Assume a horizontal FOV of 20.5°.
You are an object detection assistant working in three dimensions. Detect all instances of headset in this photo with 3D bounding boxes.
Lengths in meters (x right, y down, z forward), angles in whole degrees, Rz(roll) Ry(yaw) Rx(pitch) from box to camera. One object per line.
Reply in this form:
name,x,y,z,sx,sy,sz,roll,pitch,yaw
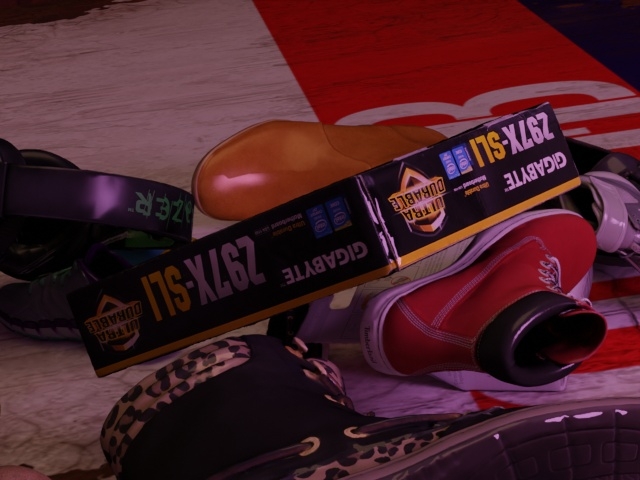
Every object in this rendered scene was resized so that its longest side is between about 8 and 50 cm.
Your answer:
headset,-0.313,-0.006,1.692,0.394,0.185,0.243,4,-6,24

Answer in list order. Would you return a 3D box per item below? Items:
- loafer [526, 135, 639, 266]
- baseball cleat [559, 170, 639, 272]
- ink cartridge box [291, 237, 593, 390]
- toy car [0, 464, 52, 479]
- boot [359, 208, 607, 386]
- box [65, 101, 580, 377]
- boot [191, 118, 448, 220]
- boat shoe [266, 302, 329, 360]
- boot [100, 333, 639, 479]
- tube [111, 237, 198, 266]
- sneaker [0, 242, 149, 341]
loafer,0.263,-0.046,1.685,0.109,0.095,0.302,-24,17,-16
baseball cleat,0.282,0.012,1.502,0.206,0.072,0.109,36,22,30
ink cartridge box,0.109,0.059,1.506,0.225,0.056,0.181,-2,29,18
toy car,-0.219,0.202,1.180,0.188,0.149,0.155,27,29,6
boot,0.172,0.044,1.323,0.176,0.088,0.244,3,22,45
box,0.000,0.000,1.361,0.322,0.079,0.257,-21,0,40
boot,0.036,-0.068,1.857,0.295,0.104,0.211,-14,20,-35
boat shoe,-0.026,0.071,1.553,0.042,0.049,0.133,-2,22,-12
boot,0.040,0.148,1.189,0.377,0.138,0.284,-17,21,-14
tube,-0.171,0.010,1.794,0.207,0.052,0.080,18,41,39
sneaker,-0.216,0.041,1.626,0.224,0.098,0.083,9,24,37
